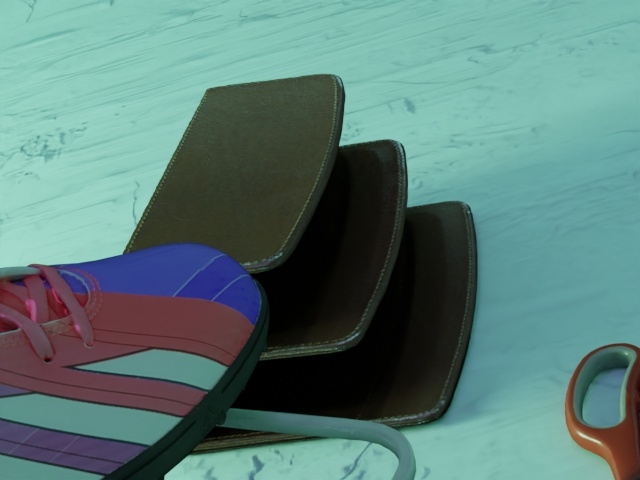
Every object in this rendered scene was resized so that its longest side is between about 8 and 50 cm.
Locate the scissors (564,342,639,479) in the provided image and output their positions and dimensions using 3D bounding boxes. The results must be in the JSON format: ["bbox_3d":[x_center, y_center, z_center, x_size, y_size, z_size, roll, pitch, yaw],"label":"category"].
[{"bbox_3d":[0.182,0.151,0.814,0.109,0.021,0.297,-2,32,22],"label":"scissors"}]

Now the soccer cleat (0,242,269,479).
[{"bbox_3d":[-0.150,0.058,0.471,0.318,0.116,0.109,-29,27,-31],"label":"soccer cleat"}]

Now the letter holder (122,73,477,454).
[{"bbox_3d":[0.000,0.000,1.046,0.214,0.152,0.302,-7,29,14],"label":"letter holder"}]

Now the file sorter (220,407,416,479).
[{"bbox_3d":[-0.041,0.223,0.537,0.193,0.277,0.173,1,29,30],"label":"file sorter"}]
